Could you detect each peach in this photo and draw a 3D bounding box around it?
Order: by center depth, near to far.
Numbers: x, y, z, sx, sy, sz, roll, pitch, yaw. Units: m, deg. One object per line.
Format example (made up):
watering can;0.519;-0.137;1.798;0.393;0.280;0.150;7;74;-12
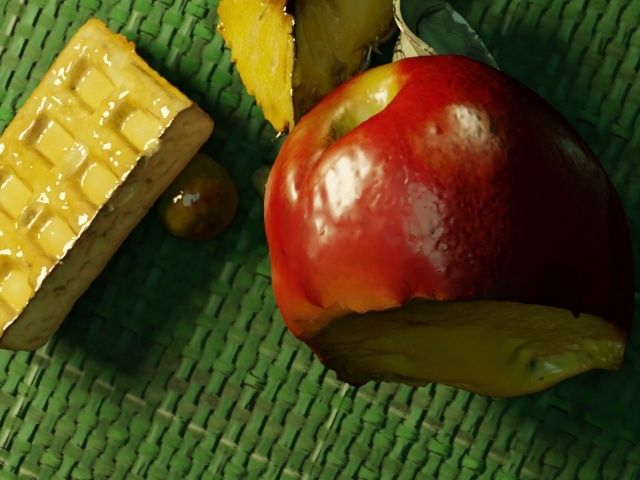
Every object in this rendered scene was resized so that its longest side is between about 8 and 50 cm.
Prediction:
peach;0.110;0.021;1.415;0.281;0.281;0.338;-30;116;6

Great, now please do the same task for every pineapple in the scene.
pineapple;-0.009;-0.263;1.544;0.158;0.161;0.334;-12;101;-30

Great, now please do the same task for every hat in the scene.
hat;0.099;-0.145;1.502;0.081;0.166;0.122;-23;64;16

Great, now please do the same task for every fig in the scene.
fig;-0.111;-0.043;1.567;0.074;0.074;0.088;-22;60;8

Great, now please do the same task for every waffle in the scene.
waffle;-0.224;-0.048;1.560;0.274;0.057;0.168;-53;51;2

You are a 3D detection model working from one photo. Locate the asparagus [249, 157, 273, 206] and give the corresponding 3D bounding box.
asparagus;0.000;0.000;1.559;0.178;0.041;0.045;44;86;11
